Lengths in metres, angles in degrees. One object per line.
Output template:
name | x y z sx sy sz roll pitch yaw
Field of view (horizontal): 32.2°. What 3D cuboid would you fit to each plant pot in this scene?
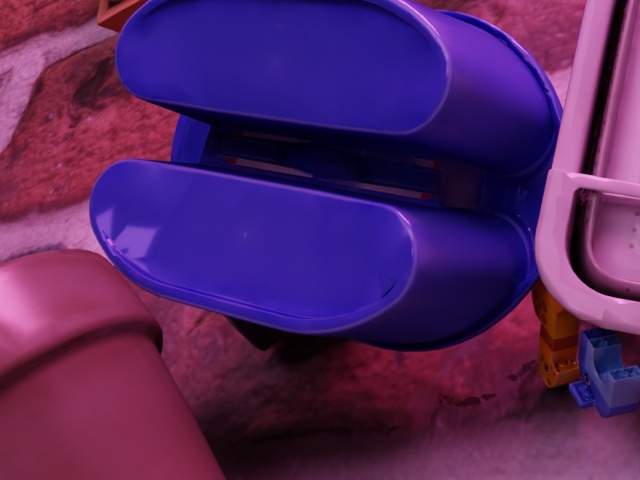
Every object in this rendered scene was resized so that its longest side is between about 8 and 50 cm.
plant pot | -0.169 0.212 0.688 0.323 0.323 0.280 -44 76 0

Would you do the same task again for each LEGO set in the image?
LEGO set | 0.190 0.070 0.737 0.087 0.093 0.227 -11 38 -9

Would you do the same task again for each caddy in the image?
caddy | 0.003 -0.053 0.781 0.341 0.179 0.241 13 94 34

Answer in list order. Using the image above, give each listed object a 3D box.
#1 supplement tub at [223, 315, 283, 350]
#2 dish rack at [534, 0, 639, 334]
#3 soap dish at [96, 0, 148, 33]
supplement tub | 0.000 0.000 0.921 0.198 0.106 0.106 -45 41 1
dish rack | 0.299 -0.082 0.680 0.285 0.072 0.333 10 77 19
soap dish | -0.153 -0.387 1.349 0.229 0.118 0.291 -22 46 25
